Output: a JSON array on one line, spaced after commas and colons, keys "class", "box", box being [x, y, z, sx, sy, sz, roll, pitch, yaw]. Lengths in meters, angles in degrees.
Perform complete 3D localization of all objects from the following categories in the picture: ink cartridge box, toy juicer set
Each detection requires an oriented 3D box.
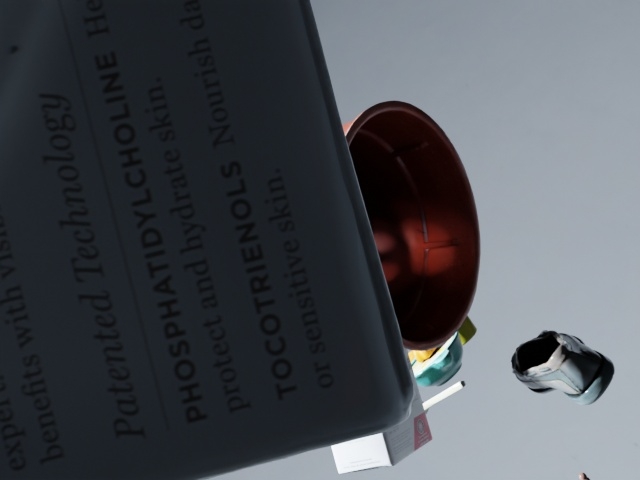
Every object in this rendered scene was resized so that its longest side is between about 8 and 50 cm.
[{"class": "ink cartridge box", "box": [0.066, 0.201, 1.465, 0.092, 0.158, 0.217, -16, 86, 26]}, {"class": "toy juicer set", "box": [0.183, 0.240, 1.919, 0.209, 0.329, 0.089, -42, 95, 20]}]

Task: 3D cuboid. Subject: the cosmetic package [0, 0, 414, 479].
[{"class": "cosmetic package", "box": [-0.197, -0.023, 0.597, 0.394, 0.329, 0.327, -15, 91, -5]}]

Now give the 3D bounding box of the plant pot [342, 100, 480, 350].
[{"class": "plant pot", "box": [0.000, 0.000, 1.196, 0.265, 0.272, 0.272, -10, 62, 39]}]

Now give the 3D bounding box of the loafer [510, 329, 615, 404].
[{"class": "loafer", "box": [0.313, 0.158, 1.423, 0.096, 0.084, 0.267, -57, 8, -6]}]

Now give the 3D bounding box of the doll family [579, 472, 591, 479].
[{"class": "doll family", "box": [0.322, 0.330, 1.088, 0.076, 0.111, 0.193, -33, 56, 36]}]
